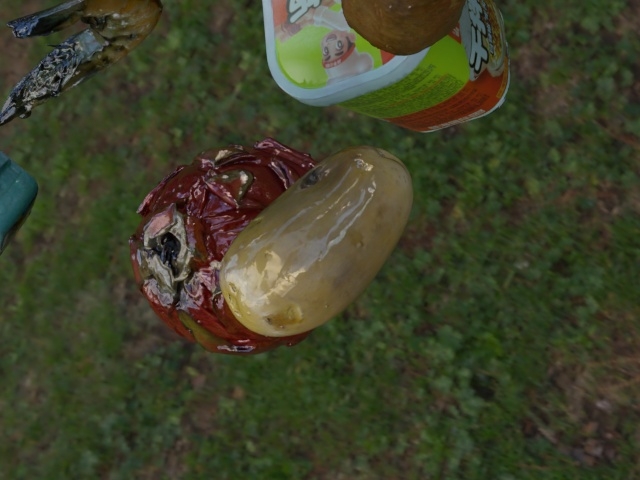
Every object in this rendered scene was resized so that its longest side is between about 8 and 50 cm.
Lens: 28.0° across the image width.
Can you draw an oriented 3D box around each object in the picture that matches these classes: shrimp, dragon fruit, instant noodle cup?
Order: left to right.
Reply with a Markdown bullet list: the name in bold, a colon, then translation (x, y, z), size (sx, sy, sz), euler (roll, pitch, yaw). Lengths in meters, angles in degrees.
- **shrimp**: translation (-0.293, -0.195, 1.345), size (0.262, 0.198, 0.051), euler (-29, 80, 23)
- **dragon fruit**: translation (-0.091, 0.012, 1.609), size (0.277, 0.342, 0.277), euler (19, 118, 40)
- **instant noodle cup**: translation (0.113, -0.294, 1.823), size (0.293, 0.308, 0.294), euler (-9, 75, 34)

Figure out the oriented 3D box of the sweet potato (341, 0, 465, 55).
- **sweet potato**: translation (0.071, -0.213, 0.833), size (0.292, 0.097, 0.097), euler (114, 156, -61)

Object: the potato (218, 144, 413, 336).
- **potato**: translation (0.000, 0.000, 1.313), size (0.234, 0.146, 0.150), euler (-40, 45, -10)

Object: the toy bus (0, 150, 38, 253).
- **toy bus**: translation (-0.347, -0.080, 1.021), size (0.109, 0.261, 0.091), euler (-35, 22, 43)
